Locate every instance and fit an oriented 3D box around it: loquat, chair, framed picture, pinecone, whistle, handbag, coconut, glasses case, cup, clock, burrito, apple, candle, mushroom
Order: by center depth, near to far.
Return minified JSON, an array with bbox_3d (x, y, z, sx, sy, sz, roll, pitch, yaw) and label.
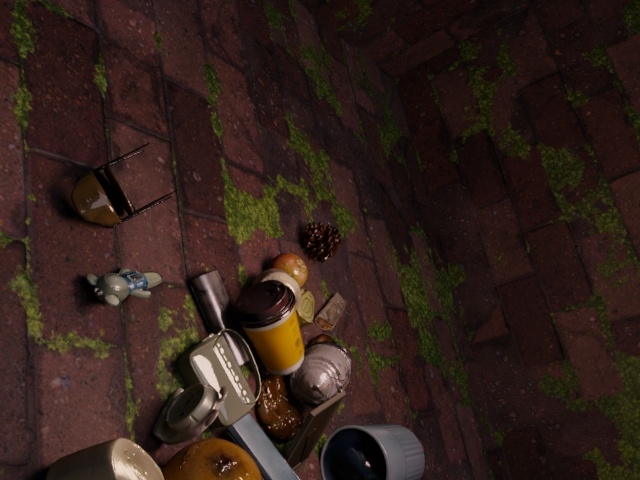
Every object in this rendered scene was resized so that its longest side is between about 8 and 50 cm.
[{"bbox_3d":[-0.263,0.601,1.405,0.263,0.263,0.263,38,40,-41],"label":"loquat"},{"bbox_3d":[-0.321,0.427,1.490,0.062,0.191,0.151,53,31,-23],"label":"clock"},{"bbox_3d":[-0.502,0.117,1.541,0.114,0.077,0.236,42,19,14],"label":"whistle"},{"bbox_3d":[-0.536,-0.137,1.587,0.247,0.172,0.158,-31,99,-17],"label":"chair"},{"bbox_3d":[-0.161,0.620,1.660,0.266,0.056,0.105,49,21,11],"label":"glasses case"},{"bbox_3d":[-0.270,0.384,1.690,0.219,0.079,0.256,-29,95,-48],"label":"handbag"},{"bbox_3d":[-0.035,0.597,1.788,0.020,0.289,0.211,35,20,23],"label":"framed picture"},{"bbox_3d":[-0.295,0.238,1.799,0.114,0.060,0.299,-22,88,-59],"label":"glasses case"},{"bbox_3d":[-0.147,0.272,1.826,0.196,0.196,0.279,-66,147,-53],"label":"cup"},{"bbox_3d":[-0.001,0.449,1.930,0.330,0.187,0.187,-19,86,-79],"label":"candle"},{"bbox_3d":[-0.149,0.177,1.987,0.171,0.171,0.183,61,-9,-10],"label":"coconut"},{"bbox_3d":[0.198,0.792,2.019,0.311,0.257,0.331,19,52,-55],"label":"cup"},{"bbox_3d":[-0.116,0.111,2.109,0.146,0.146,0.146,38,40,-41],"label":"apple"},{"bbox_3d":[0.009,0.426,2.150,0.135,0.080,0.170,31,43,-29],"label":"mushroom"},{"bbox_3d":[0.047,0.277,2.333,0.087,0.060,0.226,55,32,-10],"label":"burrito"},{"bbox_3d":[0.000,0.000,2.366,0.173,0.174,0.173,38,40,-41],"label":"pinecone"}]

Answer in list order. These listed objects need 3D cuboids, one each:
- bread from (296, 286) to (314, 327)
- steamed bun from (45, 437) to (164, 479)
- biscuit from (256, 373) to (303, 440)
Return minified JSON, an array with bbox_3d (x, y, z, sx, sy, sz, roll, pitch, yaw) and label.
[{"bbox_3d":[-0.073,0.240,2.162,0.117,0.064,0.156,55,30,-28],"label":"bread"},{"bbox_3d":[-0.426,0.526,1.239,0.155,0.200,0.250,-87,153,-66],"label":"steamed bun"},{"bbox_3d":[-0.124,0.529,1.895,0.226,0.042,0.226,40,37,-40],"label":"biscuit"}]
